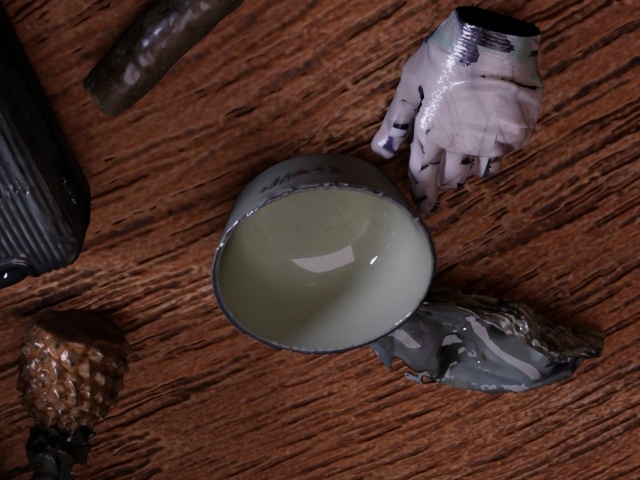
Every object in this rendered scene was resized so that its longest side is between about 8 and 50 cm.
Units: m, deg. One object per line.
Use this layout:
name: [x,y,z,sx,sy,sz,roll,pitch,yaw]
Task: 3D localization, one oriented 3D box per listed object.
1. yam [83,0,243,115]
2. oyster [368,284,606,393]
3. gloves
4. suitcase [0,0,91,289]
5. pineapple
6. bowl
yam: [-0.098,-0.209,1.092,0.274,0.061,0.061,-40,122,22]
oyster: [0.167,0.099,1.343,0.252,0.087,0.199,-12,138,12]
gloves: [0.127,-0.105,1.173,0.128,0.111,0.212,5,119,-16]
suitcase: [-0.334,-0.097,1.103,0.202,0.128,0.312,-16,125,7]
pineapple: [-0.264,0.216,1.313,0.130,0.119,0.277,20,106,20]
bowl: [0.000,0.000,1.231,0.211,0.112,0.211,-3,127,-4]
